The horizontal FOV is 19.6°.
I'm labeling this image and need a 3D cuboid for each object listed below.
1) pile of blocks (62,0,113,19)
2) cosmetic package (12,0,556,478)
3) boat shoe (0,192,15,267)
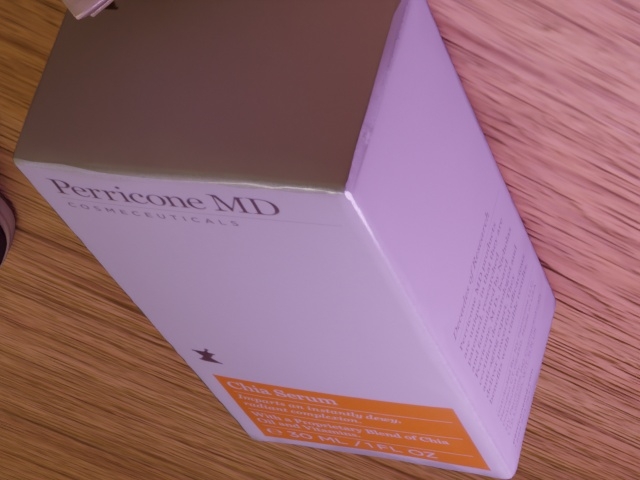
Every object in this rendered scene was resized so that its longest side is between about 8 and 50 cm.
[{"bbox_3d":[-0.171,-0.245,0.955,0.112,0.149,0.362,-37,150,8],"label":"pile of blocks"},{"bbox_3d":[0.000,0.000,1.285,0.230,0.162,0.453,6,154,23],"label":"cosmetic package"},{"bbox_3d":[-0.327,-0.007,1.533,0.123,0.123,0.342,18,157,-3],"label":"boat shoe"}]
